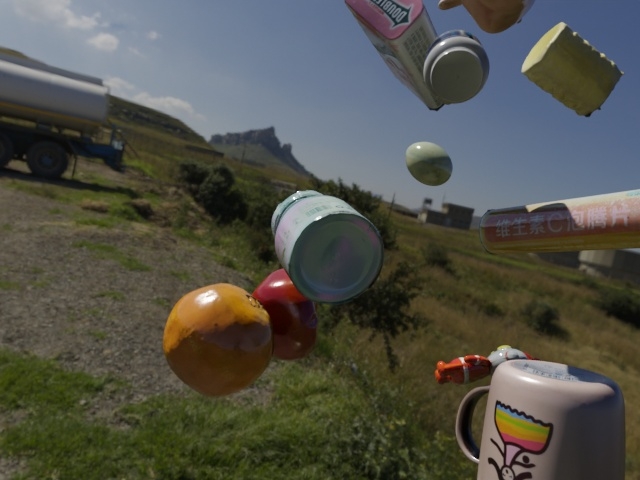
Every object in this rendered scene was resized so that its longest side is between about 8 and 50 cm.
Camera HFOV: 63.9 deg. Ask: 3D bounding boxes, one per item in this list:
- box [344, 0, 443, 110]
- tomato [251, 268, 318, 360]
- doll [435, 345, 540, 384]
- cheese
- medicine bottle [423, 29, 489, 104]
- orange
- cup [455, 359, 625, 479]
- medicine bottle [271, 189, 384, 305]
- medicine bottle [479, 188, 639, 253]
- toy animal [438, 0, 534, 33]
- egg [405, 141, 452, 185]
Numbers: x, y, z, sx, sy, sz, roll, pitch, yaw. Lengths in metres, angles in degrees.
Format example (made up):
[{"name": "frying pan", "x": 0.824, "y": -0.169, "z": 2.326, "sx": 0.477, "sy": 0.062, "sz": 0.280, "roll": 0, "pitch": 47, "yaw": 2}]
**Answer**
[{"name": "box", "x": 0.203, "y": -0.452, "z": 1.191, "sx": 0.190, "sy": 0.112, "sz": 0.369, "roll": 53, "pitch": 15, "yaw": 23}, {"name": "tomato", "x": -0.117, "y": 0.238, "z": 1.670, "sx": 0.226, "sy": 0.299, "sz": 0.298, "roll": -4, "pitch": 3, "yaw": 2}, {"name": "doll", "x": 0.397, "y": 0.299, "z": 1.216, "sx": 0.244, "sy": 0.076, "sz": 0.142, "roll": -11, "pitch": -33, "yaw": 2}, {"name": "cheese", "x": 0.506, "y": -0.343, "z": 1.039, "sx": 0.167, "sy": 0.123, "sz": 0.094, "roll": 33, "pitch": 6, "yaw": -6}, {"name": "medicine bottle", "x": 0.232, "y": -0.297, "z": 0.878, "sx": 0.106, "sy": 0.107, "sz": 0.191, "roll": 14, "pitch": 29, "yaw": 6}, {"name": "orange", "x": -0.276, "y": 0.270, "z": 1.411, "sx": 0.311, "sy": 0.313, "sz": 0.312, "roll": 14, "pitch": 4, "yaw": -1}, {"name": "cup", "x": 0.312, "y": 0.285, "z": 0.761, "sx": 0.191, "sy": 0.201, "sz": 0.252, "roll": 6, "pitch": -1, "yaw": -34}, {"name": "medicine bottle", "x": 0.000, "y": 0.000, "z": 1.337, "sx": 0.244, "sy": 0.245, "sz": 0.290, "roll": 12, "pitch": 15, "yaw": -22}, {"name": "medicine bottle", "x": 0.457, "y": -0.026, "z": 0.847, "sx": 0.108, "sy": 0.108, "sz": 0.426, "roll": 11, "pitch": -10, "yaw": -30}, {"name": "toy animal", "x": 0.461, "y": -0.691, "z": 1.337, "sx": 0.326, "sy": 0.237, "sz": 0.269, "roll": 37, "pitch": 7, "yaw": -44}, {"name": "egg", "x": 0.309, "y": -0.221, "z": 1.471, "sx": 0.152, "sy": 0.114, "sz": 0.114, "roll": 40, "pitch": 16, "yaw": 24}]
